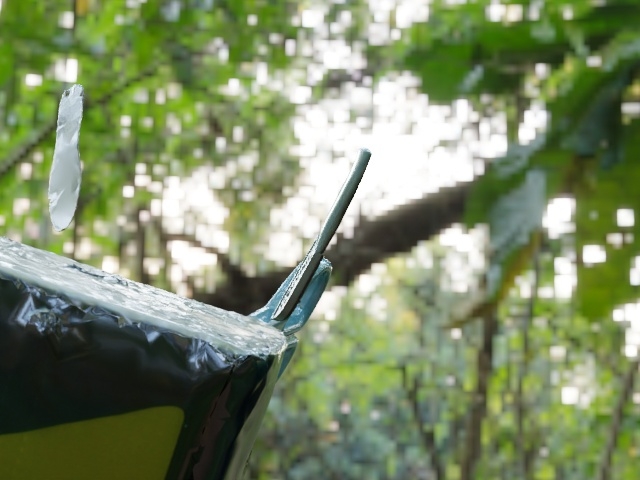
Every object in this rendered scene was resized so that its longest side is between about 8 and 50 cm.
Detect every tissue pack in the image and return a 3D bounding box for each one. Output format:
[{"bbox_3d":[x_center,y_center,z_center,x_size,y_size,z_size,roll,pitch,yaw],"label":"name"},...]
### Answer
[{"bbox_3d":[-0.210,0.219,1.231,0.264,0.416,0.253,19,2,3],"label":"tissue pack"}]

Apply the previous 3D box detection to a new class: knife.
[{"bbox_3d":[0.001,0.000,1.733,0.015,0.028,0.210,15,-58,-22],"label":"knife"}]

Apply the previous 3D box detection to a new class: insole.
[{"bbox_3d":[-0.295,-0.097,2.222,0.004,0.188,0.064,21,-29,-39],"label":"insole"}]

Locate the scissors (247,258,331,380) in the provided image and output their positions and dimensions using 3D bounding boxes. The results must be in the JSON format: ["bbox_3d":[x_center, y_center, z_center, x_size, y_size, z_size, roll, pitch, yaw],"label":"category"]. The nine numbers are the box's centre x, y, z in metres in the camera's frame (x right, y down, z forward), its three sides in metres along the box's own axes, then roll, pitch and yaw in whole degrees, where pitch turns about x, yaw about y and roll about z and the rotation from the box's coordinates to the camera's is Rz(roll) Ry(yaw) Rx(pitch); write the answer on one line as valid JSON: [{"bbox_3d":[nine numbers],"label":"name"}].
[{"bbox_3d":[-0.088,0.110,1.884,0.029,0.192,0.447,31,11,12],"label":"scissors"}]
